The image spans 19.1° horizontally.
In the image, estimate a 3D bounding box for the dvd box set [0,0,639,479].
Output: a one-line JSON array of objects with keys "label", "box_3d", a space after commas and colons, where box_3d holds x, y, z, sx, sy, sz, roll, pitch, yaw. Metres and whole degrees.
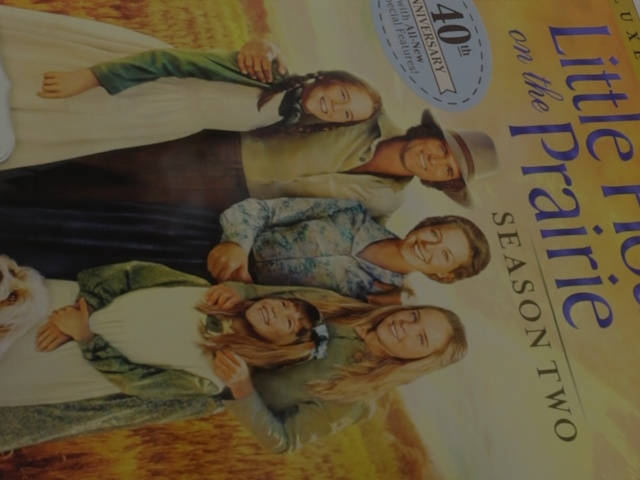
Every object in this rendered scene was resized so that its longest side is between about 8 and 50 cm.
[{"label": "dvd box set", "box_3d": [0.000, 0.000, 0.874, 0.420, 0.062, 0.308, -3, -119, -19]}]
